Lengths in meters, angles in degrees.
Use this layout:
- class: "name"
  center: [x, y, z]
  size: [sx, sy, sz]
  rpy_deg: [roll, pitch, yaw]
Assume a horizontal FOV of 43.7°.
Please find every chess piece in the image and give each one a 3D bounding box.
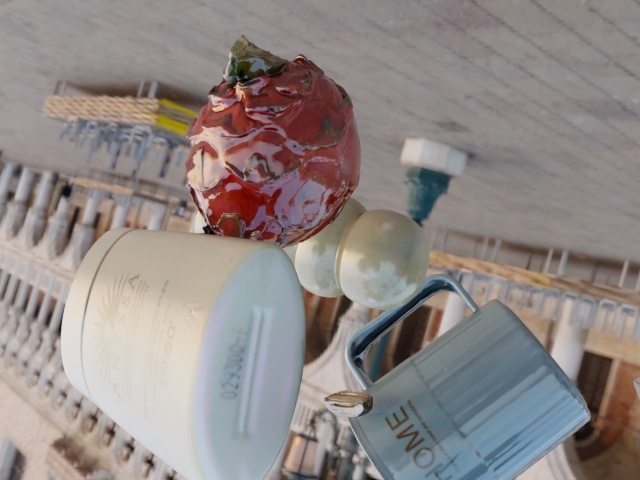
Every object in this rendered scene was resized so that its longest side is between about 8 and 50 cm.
- class: "chess piece"
  center: [0.000, 0.000, 1.034]
  size: [0.300, 0.167, 0.167]
  rpy_deg: [15, 177, 29]

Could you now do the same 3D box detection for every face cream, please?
- class: "face cream"
  center: [-0.133, 0.076, 0.657]
  size: [0.081, 0.173, 0.348]
  rpy_deg: [10, 178, -32]

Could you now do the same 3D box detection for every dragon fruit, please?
- class: "dragon fruit"
  center: [-0.046, -0.081, 0.759]
  size: [0.172, 0.209, 0.172]
  rpy_deg: [11, -152, -6]

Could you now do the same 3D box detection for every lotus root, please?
- class: "lotus root"
  center: [0.046, 0.251, 1.222]
  size: [0.083, 0.030, 0.037]
  rpy_deg: [-2, -160, 40]

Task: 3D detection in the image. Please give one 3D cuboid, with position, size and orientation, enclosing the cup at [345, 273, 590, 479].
- class: "cup"
  center: [0.226, 0.259, 1.314]
  size: [0.257, 0.311, 0.331]
  rpy_deg: [49, -175, -38]

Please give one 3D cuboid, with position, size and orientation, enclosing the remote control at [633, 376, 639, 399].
- class: "remote control"
  center: [0.470, 0.244, 1.028]
  size: [0.034, 0.103, 0.250]
  rpy_deg: [-23, 180, 4]
